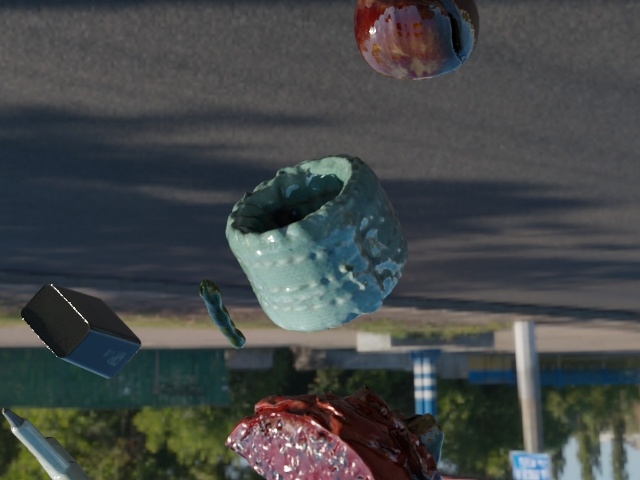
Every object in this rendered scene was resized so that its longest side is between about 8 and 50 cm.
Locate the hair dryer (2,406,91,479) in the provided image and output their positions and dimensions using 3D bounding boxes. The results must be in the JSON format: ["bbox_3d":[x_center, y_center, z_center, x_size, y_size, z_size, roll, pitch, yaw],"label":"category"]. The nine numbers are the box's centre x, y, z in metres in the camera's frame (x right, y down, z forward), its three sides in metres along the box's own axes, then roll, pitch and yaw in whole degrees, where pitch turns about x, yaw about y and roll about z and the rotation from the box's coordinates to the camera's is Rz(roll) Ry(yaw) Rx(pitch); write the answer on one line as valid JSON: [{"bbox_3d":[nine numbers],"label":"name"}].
[{"bbox_3d":[-0.387,0.299,1.341,0.155,0.044,0.183,31,157,39],"label":"hair dryer"}]

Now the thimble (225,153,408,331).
[{"bbox_3d":[0.000,0.000,1.134,0.198,0.143,0.235,-32,-155,-9],"label":"thimble"}]

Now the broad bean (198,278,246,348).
[{"bbox_3d":[-0.213,0.171,2.106,0.052,0.053,0.256,0,142,21],"label":"broad bean"}]

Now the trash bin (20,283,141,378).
[{"bbox_3d":[-0.503,0.186,2.007,0.165,0.115,0.225,43,177,19],"label":"trash bin"}]

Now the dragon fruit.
[{"bbox_3d":[0.057,0.252,1.229,0.317,0.152,0.205,28,-149,31],"label":"dragon fruit"}]

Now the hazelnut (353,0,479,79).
[{"bbox_3d":[0.183,-0.411,1.809,0.233,0.218,0.218,-1,171,17],"label":"hazelnut"}]
